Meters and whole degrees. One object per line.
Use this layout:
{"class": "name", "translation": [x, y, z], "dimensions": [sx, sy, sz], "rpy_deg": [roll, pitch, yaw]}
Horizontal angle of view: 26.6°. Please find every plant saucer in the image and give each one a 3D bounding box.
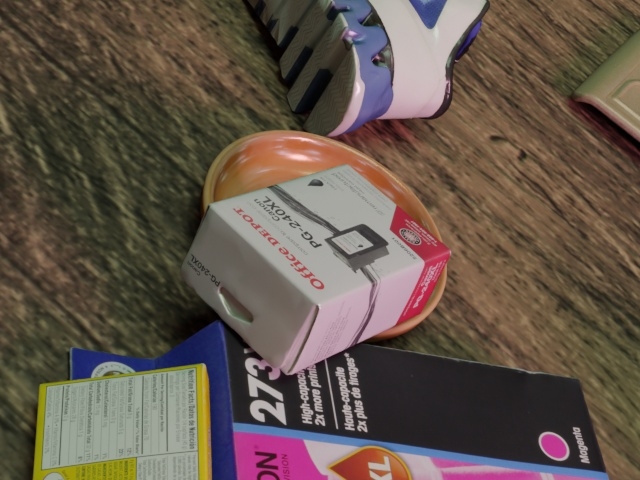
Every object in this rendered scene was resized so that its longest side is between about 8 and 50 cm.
{"class": "plant saucer", "translation": [0.000, 0.000, 1.029], "dimensions": [0.200, 0.037, 0.200], "rpy_deg": [16, 44, -16]}

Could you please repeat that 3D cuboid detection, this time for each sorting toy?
{"class": "sorting toy", "translation": [0.407, -0.139, 1.409], "dimensions": [0.229, 0.041, 0.307], "rpy_deg": [37, 42, 11]}

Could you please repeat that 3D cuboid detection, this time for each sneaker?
{"class": "sneaker", "translation": [0.041, -0.219, 1.210], "dimensions": [0.182, 0.127, 0.316], "rpy_deg": [2, 57, -34]}

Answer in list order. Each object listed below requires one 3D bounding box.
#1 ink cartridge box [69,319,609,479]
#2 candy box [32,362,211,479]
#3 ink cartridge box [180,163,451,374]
{"class": "ink cartridge box", "translation": [0.024, 0.151, 0.886], "dimensions": [0.370, 0.069, 0.176], "rpy_deg": [9, 47, -21]}
{"class": "candy box", "translation": [-0.114, 0.165, 0.778], "dimensions": [0.105, 0.027, 0.206], "rpy_deg": [-5, 50, 0]}
{"class": "ink cartridge box", "translation": [-0.002, 0.015, 0.917], "dimensions": [0.109, 0.063, 0.150], "rpy_deg": [41, 35, 23]}
